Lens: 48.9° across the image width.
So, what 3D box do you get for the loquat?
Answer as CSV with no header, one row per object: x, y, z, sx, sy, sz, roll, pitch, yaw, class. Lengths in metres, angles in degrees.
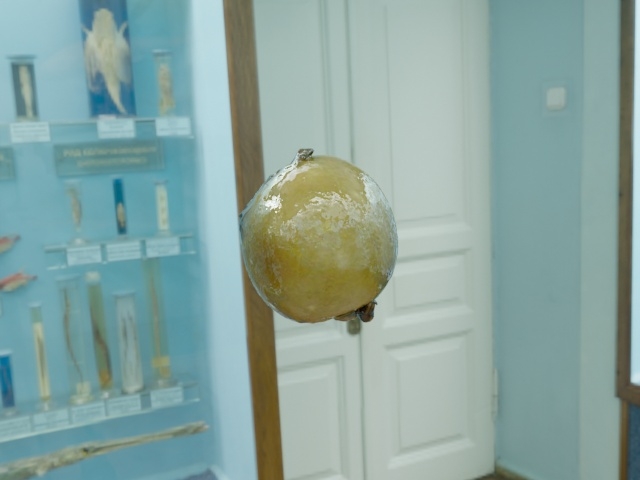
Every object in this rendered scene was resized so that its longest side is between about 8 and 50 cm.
0.000,0.000,0.617,0.137,0.163,0.163,-21,9,0,loquat
